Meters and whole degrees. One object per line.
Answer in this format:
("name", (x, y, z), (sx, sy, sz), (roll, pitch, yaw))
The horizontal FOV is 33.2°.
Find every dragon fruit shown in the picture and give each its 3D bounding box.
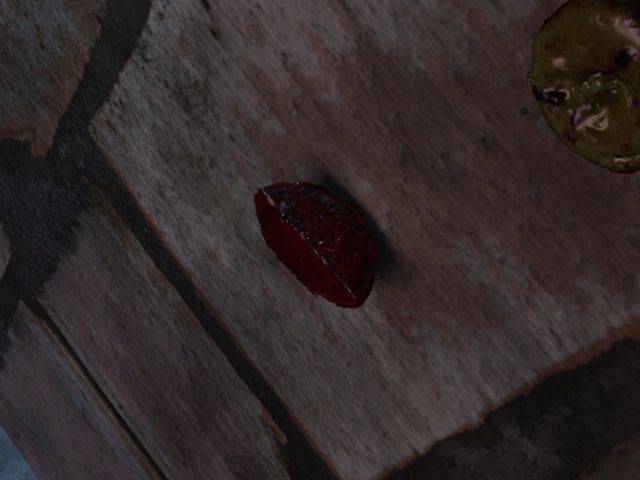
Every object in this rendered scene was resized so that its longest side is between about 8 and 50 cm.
("dragon fruit", (0.000, 0.000, 1.152), (0.162, 0.083, 0.106), (44, 156, 4))

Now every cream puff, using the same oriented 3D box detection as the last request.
("cream puff", (0.224, -0.124, 0.785), (0.149, 0.084, 0.149), (32, 136, 37))
